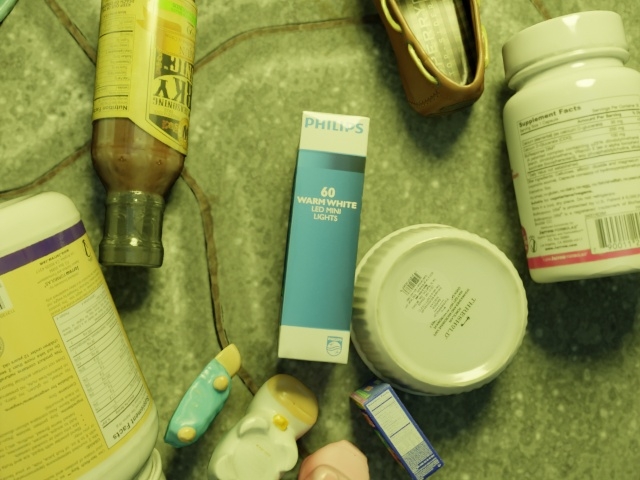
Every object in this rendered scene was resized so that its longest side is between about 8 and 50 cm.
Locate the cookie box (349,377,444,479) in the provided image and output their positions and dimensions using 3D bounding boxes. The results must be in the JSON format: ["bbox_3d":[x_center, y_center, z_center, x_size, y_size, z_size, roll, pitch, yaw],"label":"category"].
[{"bbox_3d":[0.085,0.214,0.761,0.040,0.092,0.107,-34,87,-9],"label":"cookie box"}]

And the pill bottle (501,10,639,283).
[{"bbox_3d":[0.299,-0.101,0.764,0.161,0.160,0.282,-8,86,-4],"label":"pill bottle"}]

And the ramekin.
[{"bbox_3d":[0.135,0.080,0.766,0.207,0.109,0.207,0,86,-3],"label":"ramekin"}]

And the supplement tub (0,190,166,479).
[{"bbox_3d":[-0.301,0.140,0.647,0.241,0.241,0.331,-18,103,-5],"label":"supplement tub"}]

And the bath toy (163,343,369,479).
[{"bbox_3d":[-0.010,0.270,0.736,0.348,0.129,0.151,42,65,0],"label":"bath toy"}]

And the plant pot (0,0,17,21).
[{"bbox_3d":[-0.522,-0.402,0.675,0.334,0.341,0.341,28,84,8],"label":"plant pot"}]

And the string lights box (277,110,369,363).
[{"bbox_3d":[0.000,0.000,0.752,0.077,0.133,0.259,6,85,-2],"label":"string lights box"}]

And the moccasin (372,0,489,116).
[{"bbox_3d":[0.105,-0.336,0.778,0.139,0.147,0.379,-10,86,-4],"label":"moccasin"}]

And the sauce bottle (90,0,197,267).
[{"bbox_3d":[-0.205,-0.141,0.766,0.112,0.111,0.344,3,87,-3],"label":"sauce bottle"}]
